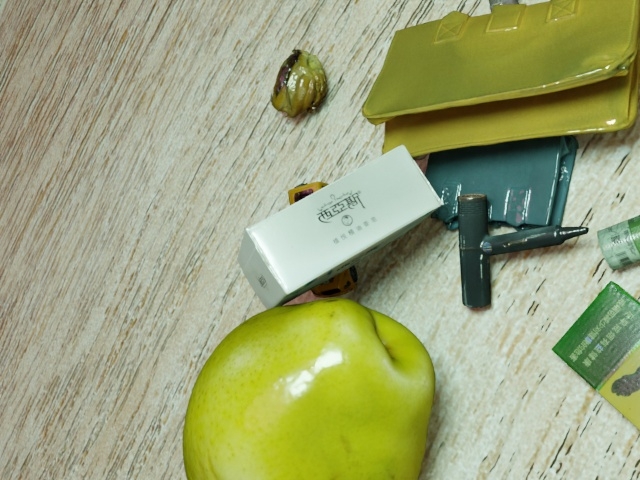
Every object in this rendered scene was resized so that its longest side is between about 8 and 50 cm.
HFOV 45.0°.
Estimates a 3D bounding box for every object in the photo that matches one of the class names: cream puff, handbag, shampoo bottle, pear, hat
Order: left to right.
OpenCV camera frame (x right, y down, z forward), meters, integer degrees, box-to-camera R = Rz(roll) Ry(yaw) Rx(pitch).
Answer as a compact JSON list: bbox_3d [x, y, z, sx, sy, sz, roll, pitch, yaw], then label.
[{"bbox_3d":[-0.038,-0.298,1.491,0.104,0.119,0.133,25,65,5],"label":"cream puff"},{"bbox_3d":[-0.017,0.274,1.147,0.418,0.362,0.362,-52,51,22],"label":"pear"},{"bbox_3d":[0.273,-0.098,1.215,0.229,0.062,0.179,9,82,40],"label":"handbag"},{"bbox_3d":[0.281,-0.260,1.171,0.401,0.133,0.283,-6,47,31],"label":"handbag"},{"bbox_3d":[0.315,-0.397,1.295,0.058,0.042,0.087,-12,35,32],"label":"hat"},{"bbox_3d":[0.478,-0.025,1.030,0.205,0.065,0.065,-25,62,30],"label":"shampoo bottle"}]

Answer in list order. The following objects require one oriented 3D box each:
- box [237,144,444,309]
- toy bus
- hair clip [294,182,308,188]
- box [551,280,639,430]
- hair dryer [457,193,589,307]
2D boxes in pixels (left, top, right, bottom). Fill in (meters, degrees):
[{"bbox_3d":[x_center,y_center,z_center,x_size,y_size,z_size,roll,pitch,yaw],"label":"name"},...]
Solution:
[{"bbox_3d":[0.021,-0.012,1.187,0.274,0.203,0.116,-29,83,-16],"label":"box"},{"bbox_3d":[0.000,0.000,1.338,0.083,0.088,0.194,-16,77,24],"label":"toy bus"},{"bbox_3d":[0.002,-0.020,1.418,0.146,0.056,0.187,-32,67,25],"label":"hair clip"},{"bbox_3d":[0.436,0.175,1.021,0.132,0.034,0.235,-53,51,12],"label":"box"},{"bbox_3d":[0.295,0.020,1.136,0.195,0.050,0.173,5,106,35],"label":"hair dryer"}]
